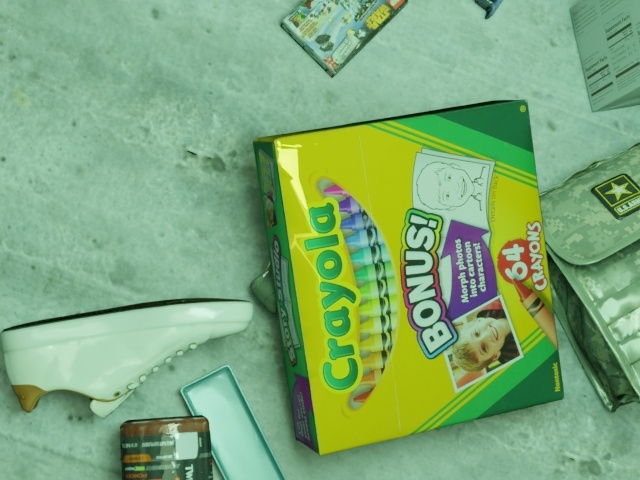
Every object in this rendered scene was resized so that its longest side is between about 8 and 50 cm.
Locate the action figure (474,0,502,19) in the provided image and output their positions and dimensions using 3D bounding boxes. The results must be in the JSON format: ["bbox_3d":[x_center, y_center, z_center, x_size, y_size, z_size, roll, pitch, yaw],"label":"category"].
[{"bbox_3d":[0.273,-0.452,1.806,0.330,0.178,0.341,29,82,-16],"label":"action figure"}]

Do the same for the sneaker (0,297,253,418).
[{"bbox_3d":[-0.214,0.136,1.686,0.290,0.106,0.123,-10,91,-3],"label":"sneaker"}]

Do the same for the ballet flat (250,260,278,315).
[{"bbox_3d":[0.000,0.000,1.758,0.068,0.072,0.213,38,72,27],"label":"ballet flat"}]

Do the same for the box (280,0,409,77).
[{"bbox_3d":[0.030,-0.283,1.819,0.094,0.027,0.137,45,77,-1],"label":"box"}]

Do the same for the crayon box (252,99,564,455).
[{"bbox_3d":[0.104,0.036,1.700,0.313,0.106,0.363,-11,97,-19],"label":"crayon box"}]

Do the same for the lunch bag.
[{"bbox_3d":[0.396,0.025,1.782,0.235,0.169,0.287,-27,81,-10],"label":"lunch bag"}]

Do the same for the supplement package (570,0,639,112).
[{"bbox_3d":[0.457,-0.266,1.779,0.204,0.262,0.145,-10,85,-13],"label":"supplement package"}]

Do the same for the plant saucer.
[{"bbox_3d":[-0.096,0.246,1.730,0.067,0.018,0.192,-26,87,-13],"label":"plant saucer"}]

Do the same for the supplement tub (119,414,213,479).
[{"bbox_3d":[-0.172,0.300,1.662,0.106,0.106,0.198,-3,83,-11],"label":"supplement tub"}]
